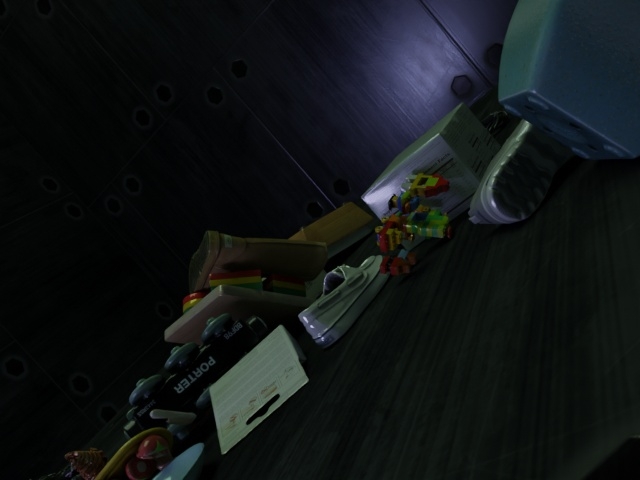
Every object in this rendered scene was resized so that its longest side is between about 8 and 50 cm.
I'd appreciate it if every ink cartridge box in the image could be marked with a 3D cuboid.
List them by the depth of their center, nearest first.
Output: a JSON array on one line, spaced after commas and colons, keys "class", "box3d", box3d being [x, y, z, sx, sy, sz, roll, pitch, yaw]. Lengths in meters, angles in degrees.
[{"class": "ink cartridge box", "box3d": [-0.097, 0.255, 1.145, 0.181, 0.056, 0.225, -41, 23, -1]}]

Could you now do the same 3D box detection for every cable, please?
[{"class": "cable", "box3d": [0.423, -0.275, 1.840, 0.184, 0.047, 0.151, -35, 13, 40]}]

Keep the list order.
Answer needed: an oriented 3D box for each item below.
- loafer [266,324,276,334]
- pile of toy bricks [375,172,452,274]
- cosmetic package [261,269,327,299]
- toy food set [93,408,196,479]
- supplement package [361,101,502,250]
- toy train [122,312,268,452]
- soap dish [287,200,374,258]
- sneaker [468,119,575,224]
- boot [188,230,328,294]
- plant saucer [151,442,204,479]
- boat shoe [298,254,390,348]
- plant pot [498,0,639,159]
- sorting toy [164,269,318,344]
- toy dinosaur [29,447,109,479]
[{"class": "loafer", "box3d": [-0.176, 0.254, 1.516, 0.220, 0.078, 0.080, -40, 4, 15]}, {"class": "pile of toy bricks", "box3d": [0.174, -0.025, 1.161, 0.105, 0.118, 0.212, 5, 34, 25]}, {"class": "cosmetic package", "box3d": [-0.090, 0.128, 1.831, 0.160, 0.113, 0.309, -42, 5, -15]}, {"class": "toy food set", "box3d": [-0.286, 0.385, 1.126, 0.218, 0.071, 0.128, -51, -32, -5]}, {"class": "supplement package", "box3d": [0.231, -0.133, 1.363, 0.204, 0.145, 0.262, -39, 4, 31]}, {"class": "toy train", "box3d": [-0.236, 0.281, 1.344, 0.334, 0.142, 0.190, -41, -16, -19]}, {"class": "soap dish", "box3d": [0.000, 0.000, 2.032, 0.228, 0.118, 0.291, -30, 0, -26]}, {"class": "sneaker", "box3d": [0.300, -0.131, 0.978, 0.281, 0.105, 0.115, -44, 5, -22]}, {"class": "boot", "box3d": [-0.148, 0.067, 1.545, 0.236, 0.269, 0.089, 131, 139, -53]}, {"class": "plant saucer", "box3d": [-0.234, 0.384, 1.008, 0.195, 0.037, 0.195, -40, 4, 4]}, {"class": "boat shoe", "box3d": [0.047, 0.083, 1.210, 0.095, 0.084, 0.258, -39, 5, 37]}, {"class": "plant pot", "box3d": [0.349, -0.235, 0.796, 0.252, 0.247, 0.247, -59, 3, 5]}, {"class": "sorting toy", "box3d": [-0.177, 0.148, 1.512, 0.255, 0.090, 0.257, 13, -35, -36]}, {"class": "toy dinosaur", "box3d": [-0.429, 0.437, 1.188, 0.218, 0.164, 0.322, -38, -42, -36]}]
